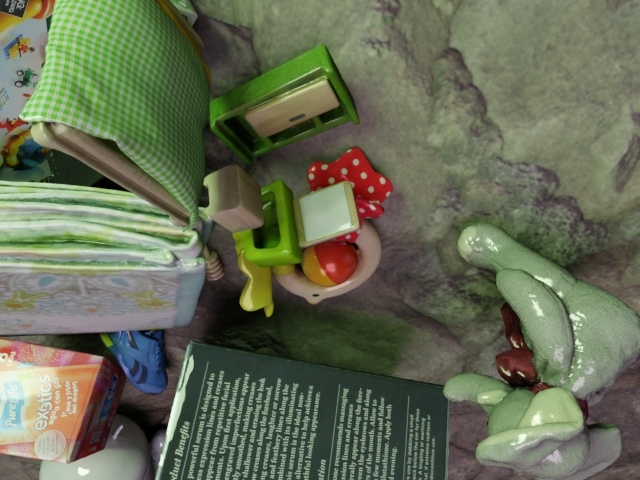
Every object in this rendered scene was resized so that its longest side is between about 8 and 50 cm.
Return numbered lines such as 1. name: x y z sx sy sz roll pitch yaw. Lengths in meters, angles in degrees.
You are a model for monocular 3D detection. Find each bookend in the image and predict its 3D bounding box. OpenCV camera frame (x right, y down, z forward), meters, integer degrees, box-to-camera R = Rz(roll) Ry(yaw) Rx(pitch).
1. bookend: -0.194 -0.091 0.550 0.157 0.072 0.156 -30 162 15

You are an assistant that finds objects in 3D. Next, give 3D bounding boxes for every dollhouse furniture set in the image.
1. dollhouse furniture set: -0.069 -0.118 0.420 0.151 0.197 0.301 -18 154 16

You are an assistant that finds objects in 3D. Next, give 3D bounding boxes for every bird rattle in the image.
1. bird rattle: 0.000 0.000 0.661 0.253 0.143 0.207 -36 132 10

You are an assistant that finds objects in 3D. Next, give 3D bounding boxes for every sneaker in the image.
1. sneaker: -0.301 0.190 0.810 0.082 0.069 0.209 -17 123 1

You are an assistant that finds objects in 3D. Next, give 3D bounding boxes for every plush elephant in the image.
1. plush elephant: 0.287 0.185 0.616 0.255 0.330 0.272 -47 126 -4

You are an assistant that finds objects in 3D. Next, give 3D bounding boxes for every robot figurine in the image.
1. robot figurine: -0.454 0.500 0.975 0.300 0.200 0.353 -22 137 -33

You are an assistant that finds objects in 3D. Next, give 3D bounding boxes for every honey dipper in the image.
1. honey dipper: -0.179 -0.010 0.682 0.030 0.030 0.160 -9 126 7

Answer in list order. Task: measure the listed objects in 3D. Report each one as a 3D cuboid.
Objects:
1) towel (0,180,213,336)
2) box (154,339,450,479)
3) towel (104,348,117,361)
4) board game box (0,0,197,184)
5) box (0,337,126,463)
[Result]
1. towel: -0.307 0.043 0.564 0.320 0.090 0.374 2 157 -18
2. box: -0.039 0.319 0.756 0.395 0.212 0.293 12 157 -8
3. towel: -0.354 0.215 0.871 0.083 0.009 0.060 33 121 -24
4. board game box: -0.285 -0.150 0.481 0.193 0.053 0.305 -6 149 -51
5. box: -0.420 0.256 0.743 0.154 0.142 0.300 14 157 -10
